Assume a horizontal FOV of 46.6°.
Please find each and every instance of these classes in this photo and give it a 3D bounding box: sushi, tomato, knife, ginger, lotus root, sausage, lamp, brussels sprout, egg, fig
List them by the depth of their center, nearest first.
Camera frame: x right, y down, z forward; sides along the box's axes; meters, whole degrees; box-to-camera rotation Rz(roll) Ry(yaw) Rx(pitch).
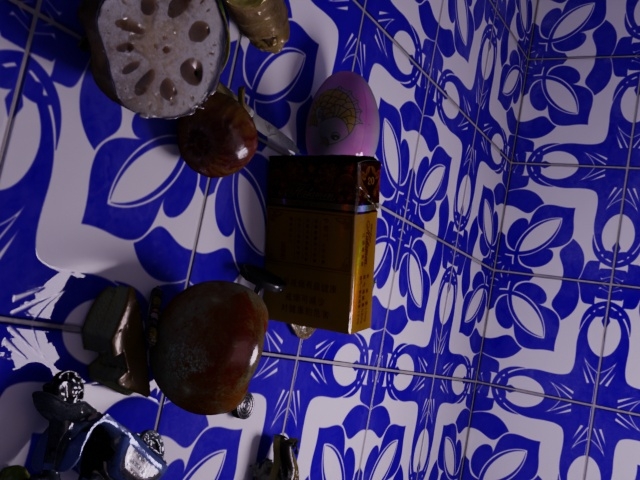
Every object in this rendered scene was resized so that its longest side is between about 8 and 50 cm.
[{"bbox_3d":[-0.512,0.413,1.255,0.051,0.046,0.083,-56,149,-43],"label":"brussels sprout"},{"bbox_3d":[-0.314,-0.354,1.299,0.272,0.192,0.272,-25,124,-43],"label":"lotus root"},{"bbox_3d":[-0.321,0.143,1.434,0.198,0.028,0.025,-102,-147,-61],"label":"sausage"},{"bbox_3d":[-0.229,0.208,1.482,0.270,0.222,0.270,-164,-90,-87],"label":"tomato"},{"bbox_3d":[-0.197,-0.224,1.539,0.207,0.175,0.175,-35,125,-63],"label":"fig"},{"bbox_3d":[-0.144,-0.515,1.544,0.354,0.126,0.190,63,7,-81],"label":"ginger"},{"bbox_3d":[-0.145,-0.271,1.664,0.298,0.017,0.047,35,40,-39],"label":"knife"},{"bbox_3d":[-0.150,0.245,1.740,0.130,0.108,0.371,9,88,-59],"label":"lamp"},{"bbox_3d":[-0.115,0.636,1.870,0.139,0.131,0.291,66,30,-74],"label":"sushi"},{"bbox_3d":[0.056,-0.297,1.903,0.196,0.196,0.271,26,57,-57],"label":"egg"}]

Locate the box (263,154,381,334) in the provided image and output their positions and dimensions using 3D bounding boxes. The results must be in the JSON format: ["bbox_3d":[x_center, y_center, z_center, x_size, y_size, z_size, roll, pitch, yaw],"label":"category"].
[{"bbox_3d":[0.000,0.000,1.792,0.116,0.264,0.415,-7,101,-56],"label":"box"}]

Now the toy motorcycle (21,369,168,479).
[{"bbox_3d":[-0.403,0.395,1.321,0.358,0.125,0.213,58,33,-38],"label":"toy motorcycle"}]

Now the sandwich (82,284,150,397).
[{"bbox_3d":[-0.382,0.204,1.378,0.088,0.090,0.244,-38,129,-55],"label":"sandwich"}]

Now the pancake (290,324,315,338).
[{"bbox_3d":[-0.040,0.189,1.989,0.151,0.025,0.152,-18,111,-55],"label":"pancake"}]

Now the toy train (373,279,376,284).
[{"bbox_3d":[0.074,0.046,2.051,0.307,0.126,0.189,56,49,-46],"label":"toy train"}]

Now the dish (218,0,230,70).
[{"bbox_3d":[-0.256,-0.405,1.478,0.149,0.080,0.208,-18,112,-54],"label":"dish"}]
